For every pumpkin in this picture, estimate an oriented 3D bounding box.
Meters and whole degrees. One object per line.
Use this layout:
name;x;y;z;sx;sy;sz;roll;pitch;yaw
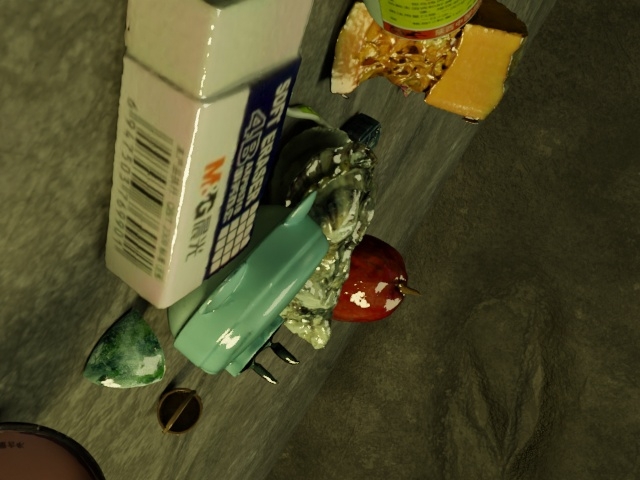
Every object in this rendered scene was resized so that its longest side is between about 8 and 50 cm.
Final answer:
pumpkin;0.151;-0.238;0.894;0.280;0.190;0.139;-42;161;-50

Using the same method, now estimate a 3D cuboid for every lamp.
lamp;-0.087;0.065;0.802;0.209;0.147;0.284;-45;158;-31

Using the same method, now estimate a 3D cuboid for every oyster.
oyster;-0.004;0.004;0.953;0.158;0.162;0.351;-116;-153;-53

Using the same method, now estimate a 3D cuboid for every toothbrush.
toothbrush;-0.016;-0.151;0.851;0.026;0.022;0.263;-47;169;8

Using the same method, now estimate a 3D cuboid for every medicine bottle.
medicine bottle;0.096;-0.294;0.654;0.139;0.139;0.225;-57;168;-1

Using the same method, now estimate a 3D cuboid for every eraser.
eraser;-0.094;-0.086;0.548;0.130;0.086;0.287;-45;162;-45

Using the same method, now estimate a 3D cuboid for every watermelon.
watermelon;-0.212;0.120;0.731;0.085;0.085;0.061;-56;-163;-7

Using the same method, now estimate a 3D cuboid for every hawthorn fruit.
hawthorn fruit;0.083;0.070;1.350;0.189;0.251;0.190;-27;120;-61

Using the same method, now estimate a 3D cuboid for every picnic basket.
picnic basket;-0.201;0.242;0.979;0.072;0.072;0.083;-55;180;-12

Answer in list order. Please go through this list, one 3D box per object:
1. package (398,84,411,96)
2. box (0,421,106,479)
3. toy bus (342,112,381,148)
package;0.155;-0.282;1.188;0.059;0.029;0.083;-52;158;8
box;-0.269;0.250;0.573;0.135;0.151;0.151;-55;171;32
toy bus;0.035;-0.131;1.047;0.166;0.047;0.065;-48;161;-36
